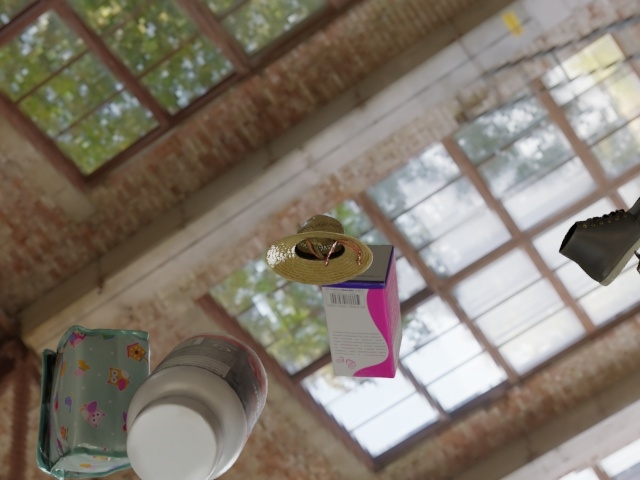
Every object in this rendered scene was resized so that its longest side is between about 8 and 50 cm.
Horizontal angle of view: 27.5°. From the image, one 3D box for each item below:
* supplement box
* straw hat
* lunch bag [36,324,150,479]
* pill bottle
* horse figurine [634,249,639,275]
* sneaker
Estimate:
[{"bbox_3d":[0.074,0.123,2.254,0.114,0.111,0.220,-73,-19,-51],"label":"supplement box"},{"bbox_3d":[0.000,0.000,1.752,0.144,0.144,0.061,42,-139,-46],"label":"straw hat"},{"bbox_3d":[-0.384,0.276,2.178,0.160,0.262,0.223,7,-110,-24],"label":"lunch bag"},{"bbox_3d":[-0.186,0.256,1.940,0.176,0.176,0.318,56,-169,-5],"label":"pill bottle"},{"bbox_3d":[0.493,0.110,1.613,0.263,0.066,0.174,6,-107,-20],"label":"horse figurine"},{"bbox_3d":[0.543,-0.035,2.418,0.118,0.222,0.083,34,-178,-4],"label":"sneaker"}]
